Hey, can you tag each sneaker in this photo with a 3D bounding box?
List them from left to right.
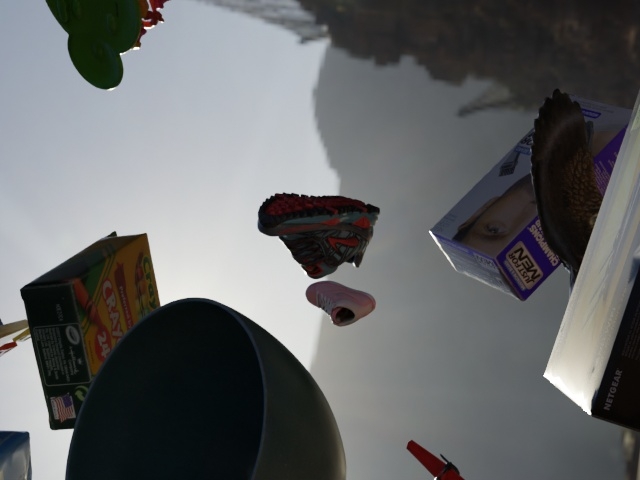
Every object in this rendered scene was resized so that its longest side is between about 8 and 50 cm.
[{"bbox_3d":[0.000,0.000,2.032,0.261,0.104,0.125,1,-77,-53],"label":"sneaker"},{"bbox_3d":[0.021,0.108,2.328,0.070,0.134,0.051,-38,-49,-50],"label":"sneaker"}]

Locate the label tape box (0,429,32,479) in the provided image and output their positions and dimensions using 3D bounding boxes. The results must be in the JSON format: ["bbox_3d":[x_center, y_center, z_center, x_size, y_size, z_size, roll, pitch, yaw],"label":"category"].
[{"bbox_3d":[-0.533,0.293,1.570,0.249,0.347,0.115,-61,-30,-83],"label":"label tape box"}]

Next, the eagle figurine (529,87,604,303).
[{"bbox_3d":[0.372,-0.036,1.889,0.225,0.298,0.226,-28,-16,-38],"label":"eagle figurine"}]

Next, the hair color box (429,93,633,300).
[{"bbox_3d":[0.358,-0.075,2.171,0.339,0.185,0.110,-46,-59,-11],"label":"hair color box"}]

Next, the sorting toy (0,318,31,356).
[{"bbox_3d":[-0.466,0.131,1.789,0.046,0.132,0.274,62,-155,7],"label":"sorting toy"}]

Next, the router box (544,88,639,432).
[{"bbox_3d":[0.288,-0.003,1.150,0.243,0.081,0.309,-37,-35,-89],"label":"router box"}]

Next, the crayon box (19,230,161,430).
[{"bbox_3d":[-0.294,0.111,1.903,0.318,0.081,0.202,-49,-50,-70],"label":"crayon box"}]

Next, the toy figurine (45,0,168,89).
[{"bbox_3d":[-0.182,-0.261,1.387,0.159,0.130,0.173,-43,-33,-39],"label":"toy figurine"}]

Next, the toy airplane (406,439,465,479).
[{"bbox_3d":[0.187,0.383,2.196,0.028,0.151,0.151,-47,-30,-30],"label":"toy airplane"}]

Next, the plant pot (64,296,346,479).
[{"bbox_3d":[-0.088,0.224,1.361,0.195,0.290,0.290,26,-113,-40],"label":"plant pot"}]
